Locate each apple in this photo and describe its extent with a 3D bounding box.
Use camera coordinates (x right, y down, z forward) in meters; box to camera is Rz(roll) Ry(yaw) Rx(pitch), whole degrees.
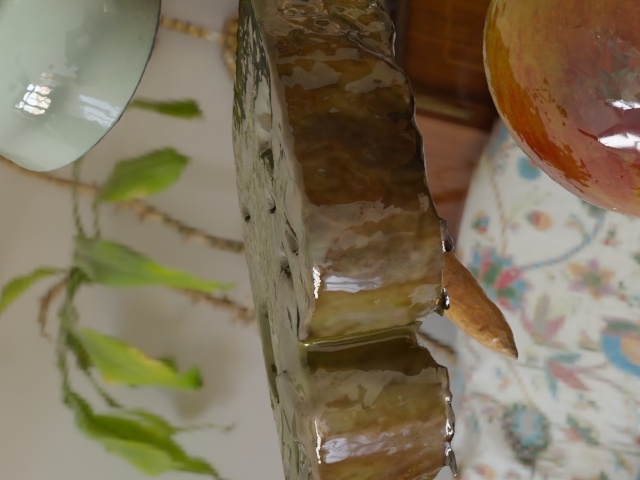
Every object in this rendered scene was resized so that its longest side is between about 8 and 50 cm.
[{"bbox_3d":[0.190,-0.098,0.804,0.195,0.173,0.160,-8,33,31],"label":"apple"}]

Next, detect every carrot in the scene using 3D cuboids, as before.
[{"bbox_3d":[0.181,0.078,1.784,0.205,0.072,0.072,48,131,33],"label":"carrot"}]

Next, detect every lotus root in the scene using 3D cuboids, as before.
[{"bbox_3d":[0.000,0.000,1.039,0.375,0.111,0.390,-123,26,-71],"label":"lotus root"}]

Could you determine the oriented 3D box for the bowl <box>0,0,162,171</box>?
[{"bbox_3d":[-0.380,-0.280,1.783,0.354,0.185,0.353,-18,63,39],"label":"bowl"}]
